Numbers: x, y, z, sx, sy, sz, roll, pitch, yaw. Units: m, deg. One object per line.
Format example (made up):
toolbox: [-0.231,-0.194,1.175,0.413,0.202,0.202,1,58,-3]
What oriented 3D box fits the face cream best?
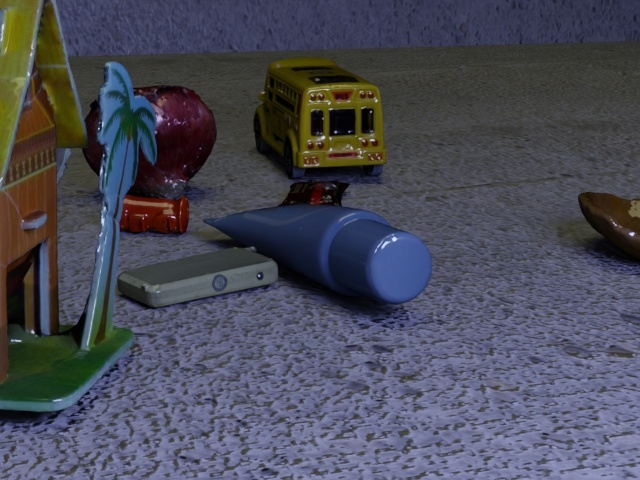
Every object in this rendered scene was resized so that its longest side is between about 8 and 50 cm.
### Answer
face cream: [0.000,0.000,1.452,0.135,0.086,0.385,-3,9,-23]

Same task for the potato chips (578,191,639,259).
potato chips: [0.360,-0.009,1.564,0.150,0.049,0.202,11,13,-12]

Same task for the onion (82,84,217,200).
onion: [-0.219,-0.121,1.823,0.184,0.184,0.147,-6,56,-27]

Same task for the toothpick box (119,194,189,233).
toothpick box: [-0.196,-0.032,1.634,0.083,0.047,0.047,3,14,6]

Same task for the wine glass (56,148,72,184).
wine glass: [-0.423,-0.102,1.640,0.190,0.190,0.357,3,9,8]

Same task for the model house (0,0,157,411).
model house: [-0.305,-0.059,1.157,0.300,0.324,0.340,4,14,8]

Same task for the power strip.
power strip: [-0.116,0.036,1.399,0.169,0.028,0.076,-11,18,-35]

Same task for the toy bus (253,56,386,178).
toy bus: [-0.005,-0.188,2.072,0.145,0.151,0.331,-5,15,-13]

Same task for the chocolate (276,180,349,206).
chocolate: [-0.007,-0.061,1.806,0.086,0.028,0.182,0,15,8]
